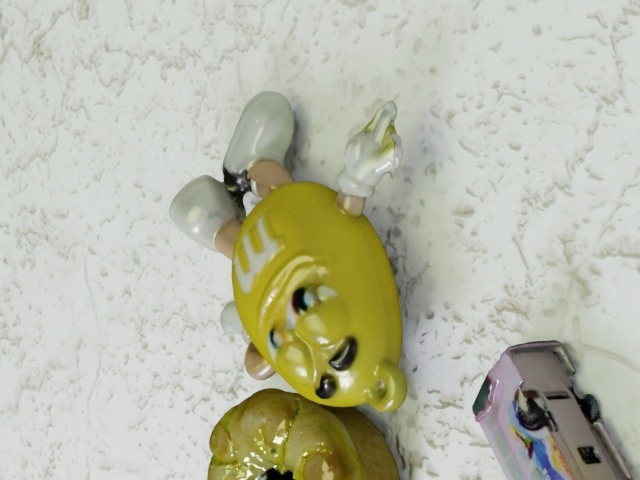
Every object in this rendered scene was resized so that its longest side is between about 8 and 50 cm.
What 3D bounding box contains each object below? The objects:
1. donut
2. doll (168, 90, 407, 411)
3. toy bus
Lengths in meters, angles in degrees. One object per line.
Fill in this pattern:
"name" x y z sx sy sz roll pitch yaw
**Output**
"donut" -0.019 0.280 2.045 0.261 0.128 0.208 19 102 46
"doll" -0.023 0.002 2.041 0.423 0.161 0.348 11 92 53
"toy bus" 0.250 0.240 1.779 0.112 0.090 0.274 -54 51 43
